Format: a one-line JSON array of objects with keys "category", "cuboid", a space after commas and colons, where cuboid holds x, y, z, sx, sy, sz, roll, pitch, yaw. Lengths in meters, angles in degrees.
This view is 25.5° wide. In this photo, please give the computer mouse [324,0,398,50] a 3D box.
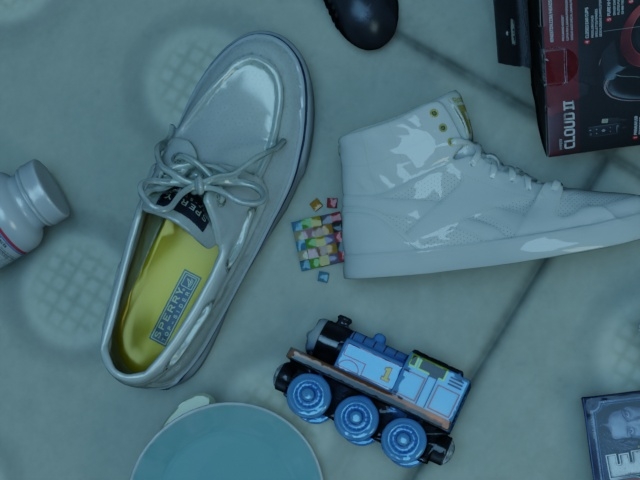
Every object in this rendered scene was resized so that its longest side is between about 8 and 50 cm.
[{"category": "computer mouse", "cuboid": [0.010, -0.297, 1.382, 0.071, 0.041, 0.242, -27, 82, 7]}]

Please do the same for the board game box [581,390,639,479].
[{"category": "board game box", "cuboid": [0.337, 0.254, 1.291, 0.165, 0.042, 0.243, -8, 85, 8]}]

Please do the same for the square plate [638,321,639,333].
[{"category": "square plate", "cuboid": [0.519, 0.113, 1.246, 0.347, 0.049, 0.344, -35, 84, -4]}]

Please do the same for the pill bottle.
[{"category": "pill bottle", "cuboid": [-0.331, -0.012, 1.390, 0.160, 0.087, 0.087, -30, 82, 5]}]

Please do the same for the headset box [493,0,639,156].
[{"category": "headset box", "cuboid": [0.298, -0.198, 1.227, 0.293, 0.218, 0.110, -8, 45, 5]}]

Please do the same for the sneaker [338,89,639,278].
[{"category": "sneaker", "cuboid": [0.157, -0.060, 1.309, 0.293, 0.108, 0.169, -6, 88, 10]}]

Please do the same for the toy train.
[{"category": "toy train", "cuboid": [0.050, 0.141, 1.329, 0.184, 0.080, 0.105, 24, 81, 12]}]

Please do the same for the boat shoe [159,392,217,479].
[{"category": "boat shoe", "cuboid": [-0.137, 0.204, 1.366, 0.049, 0.042, 0.133, 25, 94, 0]}]

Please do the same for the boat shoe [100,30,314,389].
[{"category": "boat shoe", "cuboid": [-0.118, -0.032, 1.323, 0.136, 0.156, 0.367, 26, 91, 9]}]

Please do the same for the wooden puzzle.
[{"category": "wooden puzzle", "cuboid": [0.000, 0.000, 1.379, 0.049, 0.006, 0.083, -13, 84, 8]}]

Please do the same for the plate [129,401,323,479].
[{"category": "plate", "cuboid": [-0.090, 0.243, 1.344, 0.188, 0.024, 0.188, -1, 97, -10]}]
